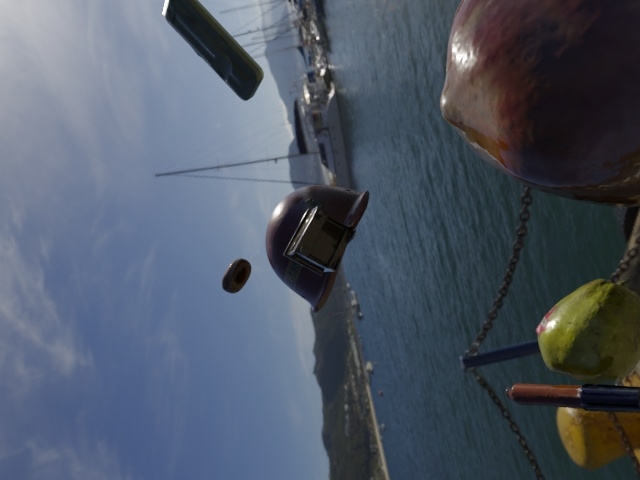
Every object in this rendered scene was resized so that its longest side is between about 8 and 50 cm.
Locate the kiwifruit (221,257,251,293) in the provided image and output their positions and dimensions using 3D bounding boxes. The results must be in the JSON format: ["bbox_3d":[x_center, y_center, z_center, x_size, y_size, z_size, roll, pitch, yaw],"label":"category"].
[{"bbox_3d":[-0.266,0.111,1.484,0.075,0.075,0.124,76,-146,-48],"label":"kiwifruit"}]

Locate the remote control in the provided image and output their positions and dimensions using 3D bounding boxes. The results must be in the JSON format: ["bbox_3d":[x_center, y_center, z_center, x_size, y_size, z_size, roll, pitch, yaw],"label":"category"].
[{"bbox_3d":[-0.301,-0.539,1.287,0.335,0.065,0.128,46,144,-4],"label":"remote control"}]

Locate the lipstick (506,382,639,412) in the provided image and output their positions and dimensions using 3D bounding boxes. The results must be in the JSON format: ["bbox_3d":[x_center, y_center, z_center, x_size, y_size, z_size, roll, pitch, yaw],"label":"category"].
[{"bbox_3d":[0.747,0.466,1.393,0.418,0.077,0.077,-22,78,54],"label":"lipstick"}]

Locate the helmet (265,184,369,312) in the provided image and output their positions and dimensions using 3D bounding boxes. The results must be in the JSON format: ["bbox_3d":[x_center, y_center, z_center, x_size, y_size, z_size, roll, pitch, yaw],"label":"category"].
[{"bbox_3d":[-0.034,-0.003,1.279,0.385,0.230,0.337,109,-173,-51],"label":"helmet"}]

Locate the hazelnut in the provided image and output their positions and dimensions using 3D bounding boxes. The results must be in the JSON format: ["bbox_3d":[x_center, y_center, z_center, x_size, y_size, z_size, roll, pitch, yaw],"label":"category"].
[{"bbox_3d":[0.314,-0.192,0.460,0.366,0.365,0.366,-12,-90,-88],"label":"hazelnut"}]

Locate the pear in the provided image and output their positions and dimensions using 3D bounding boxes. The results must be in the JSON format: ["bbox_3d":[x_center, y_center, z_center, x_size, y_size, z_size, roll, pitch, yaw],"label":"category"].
[{"bbox_3d":[0.862,0.276,1.460,0.375,0.287,0.287,-60,2,5],"label":"pear"}]

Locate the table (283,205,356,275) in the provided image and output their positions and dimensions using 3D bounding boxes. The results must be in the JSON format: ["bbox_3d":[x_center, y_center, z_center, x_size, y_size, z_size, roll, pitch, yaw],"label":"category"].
[{"bbox_3d":[0.000,0.000,0.694,0.083,0.070,0.082,-62,10,-10],"label":"table"}]
